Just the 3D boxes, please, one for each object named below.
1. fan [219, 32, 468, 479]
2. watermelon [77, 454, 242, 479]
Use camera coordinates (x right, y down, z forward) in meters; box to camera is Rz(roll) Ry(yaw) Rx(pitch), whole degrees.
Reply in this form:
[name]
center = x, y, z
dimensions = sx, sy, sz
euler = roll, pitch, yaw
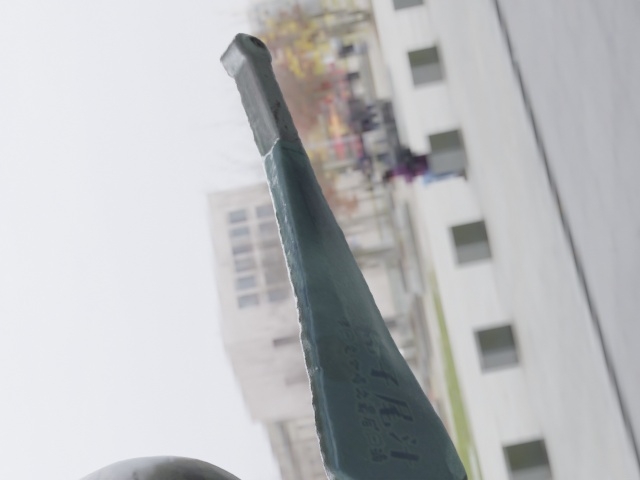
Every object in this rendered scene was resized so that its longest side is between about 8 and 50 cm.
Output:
[fan]
center = 0.000, 0.000, 0.616
dimensions = 0.282, 0.057, 0.023
euler = -108, 33, -45
[watermelon]
center = -0.109, 0.248, 0.981
dimensions = 0.212, 0.212, 0.212
euler = -11, -90, -88
